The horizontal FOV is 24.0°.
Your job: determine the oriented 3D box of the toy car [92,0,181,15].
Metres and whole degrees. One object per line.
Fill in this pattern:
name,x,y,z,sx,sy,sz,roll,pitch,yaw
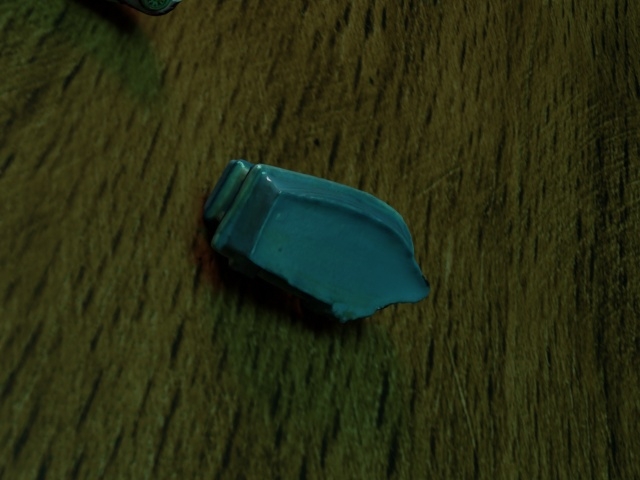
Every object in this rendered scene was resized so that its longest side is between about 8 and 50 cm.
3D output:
toy car,-0.178,-0.226,1.242,0.142,0.055,0.069,21,35,-31

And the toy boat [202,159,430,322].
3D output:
toy boat,0.000,0.000,1.249,0.238,0.109,0.098,23,9,-44
